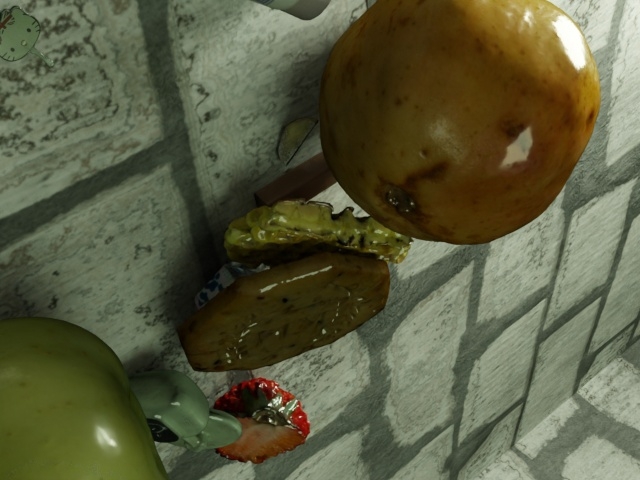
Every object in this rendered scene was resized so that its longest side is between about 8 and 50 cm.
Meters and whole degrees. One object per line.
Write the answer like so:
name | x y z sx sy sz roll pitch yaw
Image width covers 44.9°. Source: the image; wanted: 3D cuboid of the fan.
fan | -0.315 -0.211 0.826 0.056 0.004 0.083 -50 145 1

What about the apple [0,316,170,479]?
apple | -0.379 0.326 0.898 0.473 0.473 0.474 -28 140 -26

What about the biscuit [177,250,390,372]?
biscuit | -0.050 0.124 1.220 0.358 0.046 0.359 -18 156 -8

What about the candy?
candy | -0.120 0.098 1.273 0.092 0.073 0.160 -51 146 16

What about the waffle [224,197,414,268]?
waffle | -0.001 -0.001 1.189 0.283 0.065 0.309 -7 165 16

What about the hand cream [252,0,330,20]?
hand cream | -0.096 -0.335 0.895 0.247 0.083 0.133 18 109 -41

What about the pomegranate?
pomegranate | 0.192 -0.199 1.080 0.410 0.410 0.410 -28 140 -26

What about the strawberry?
strawberry | -0.125 0.333 1.467 0.190 0.111 0.236 17 140 -16

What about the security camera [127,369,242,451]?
security camera | -0.236 0.309 1.293 0.157 0.080 0.302 -11 144 13

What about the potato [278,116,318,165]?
potato | -0.038 -0.158 1.156 0.093 0.036 0.037 -52 -173 36

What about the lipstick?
lipstick | -0.032 -0.087 1.214 0.145 0.045 0.045 -33 145 -20
